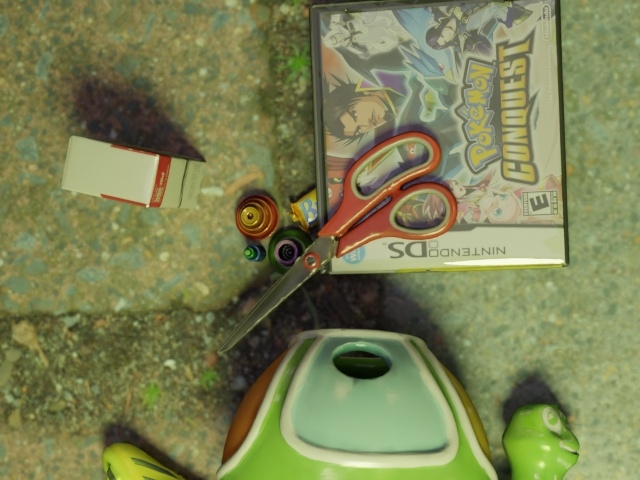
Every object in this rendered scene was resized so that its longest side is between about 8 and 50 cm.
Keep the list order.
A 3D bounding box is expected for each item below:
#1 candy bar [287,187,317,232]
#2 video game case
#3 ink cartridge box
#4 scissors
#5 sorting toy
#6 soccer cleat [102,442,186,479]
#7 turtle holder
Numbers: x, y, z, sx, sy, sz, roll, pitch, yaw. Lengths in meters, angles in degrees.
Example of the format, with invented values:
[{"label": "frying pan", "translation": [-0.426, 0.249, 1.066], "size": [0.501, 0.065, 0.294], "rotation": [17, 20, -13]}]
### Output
[{"label": "candy bar", "translation": [0.036, -0.065, 1.121], "size": [0.161, 0.018, 0.040], "rotation": [-36, 80, 9]}, {"label": "video game case", "translation": [0.117, -0.106, 1.077], "size": [0.248, 0.035, 0.275], "rotation": [-2, 92, 10]}, {"label": "ink cartridge box", "translation": [-0.190, -0.068, 1.115], "size": [0.099, 0.135, 0.056], "rotation": [13, 94, 14]}, {"label": "scissors", "translation": [0.000, 0.000, 1.076], "size": [0.297, 0.021, 0.109], "rotation": [-30, 89, 11]}, {"label": "sorting toy", "translation": [-0.055, -0.002, 1.128], "size": [0.102, 0.042, 0.061], "rotation": [45, 98, 11]}, {"label": "soccer cleat", "translation": [-0.112, 0.306, 1.120], "size": [0.289, 0.093, 0.121], "rotation": [40, 59, 20]}, {"label": "turtle holder", "translation": [0.064, 0.203, 0.994], "size": [0.320, 0.243, 0.227], "rotation": [-6, 67, 20]}]
